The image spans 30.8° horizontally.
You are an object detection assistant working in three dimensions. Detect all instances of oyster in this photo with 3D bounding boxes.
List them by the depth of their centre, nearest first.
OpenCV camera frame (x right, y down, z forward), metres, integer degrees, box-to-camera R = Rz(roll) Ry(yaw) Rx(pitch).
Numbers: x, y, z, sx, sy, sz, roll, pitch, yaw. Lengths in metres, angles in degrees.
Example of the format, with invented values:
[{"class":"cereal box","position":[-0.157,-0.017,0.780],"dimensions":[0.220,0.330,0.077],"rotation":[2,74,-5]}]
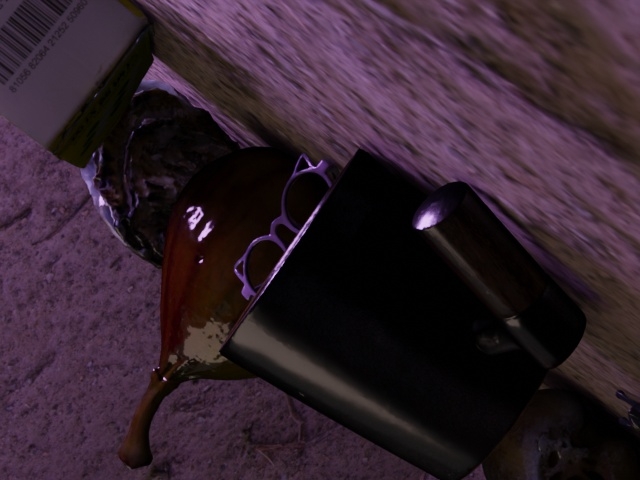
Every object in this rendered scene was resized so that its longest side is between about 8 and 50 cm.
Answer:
[{"class":"oyster","position":[-0.123,-0.029,1.291],"dimensions":[0.351,0.162,0.158],"rotation":[44,-166,-33]}]

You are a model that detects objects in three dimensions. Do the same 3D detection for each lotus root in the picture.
[{"class":"lotus root","position":[0.240,0.235,1.194],"dimensions":[0.158,0.140,0.322],"rotation":[38,178,13]}]

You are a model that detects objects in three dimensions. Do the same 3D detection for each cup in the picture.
[{"class":"cup","position":[0.052,0.056,0.739],"dimensions":[0.177,0.166,0.239],"rotation":[35,177,-2]}]

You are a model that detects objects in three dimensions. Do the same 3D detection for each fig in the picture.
[{"class":"fig","position":[-0.088,0.077,1.083],"dimensions":[0.217,0.321,0.217],"rotation":[36,171,6]}]

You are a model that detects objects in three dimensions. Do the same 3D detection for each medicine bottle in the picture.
[{"class":"medicine bottle","position":[-0.235,-0.163,1.024],"dimensions":[0.141,0.137,0.250],"rotation":[39,177,-5]}]

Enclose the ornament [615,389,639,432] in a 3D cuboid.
[{"class":"ornament","position":[0.251,0.141,0.843],"dimensions":[0.073,0.028,0.125],"rotation":[39,178,5]}]

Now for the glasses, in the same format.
[{"class":"glasses","position":[0.003,-0.005,0.974],"dimensions":[0.104,0.140,0.062],"rotation":[-1,-142,-50]}]
